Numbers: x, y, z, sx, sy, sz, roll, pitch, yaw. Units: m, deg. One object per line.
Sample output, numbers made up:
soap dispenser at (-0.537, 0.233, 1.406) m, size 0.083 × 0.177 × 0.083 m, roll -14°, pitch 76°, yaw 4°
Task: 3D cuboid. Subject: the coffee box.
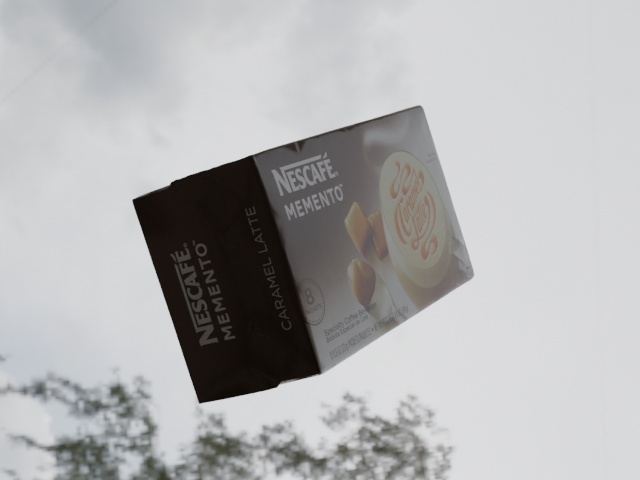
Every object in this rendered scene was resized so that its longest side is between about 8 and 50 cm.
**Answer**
coffee box at (0.000, 0.000, 0.828) m, size 0.098 × 0.246 × 0.141 m, roll -16°, pitch -87°, yaw 31°
